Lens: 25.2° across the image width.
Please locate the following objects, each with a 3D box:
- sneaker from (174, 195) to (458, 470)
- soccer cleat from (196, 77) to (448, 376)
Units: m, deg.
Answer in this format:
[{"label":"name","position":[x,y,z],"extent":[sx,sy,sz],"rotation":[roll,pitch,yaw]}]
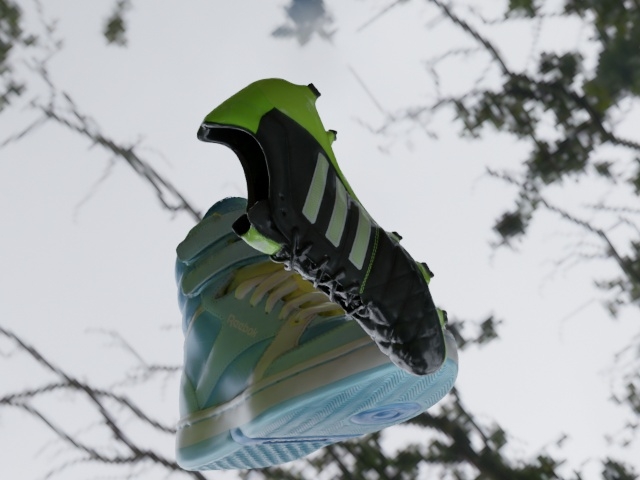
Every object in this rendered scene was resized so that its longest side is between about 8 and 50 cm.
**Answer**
[{"label":"sneaker","position":[-0.023,0.045,1.046],"extent":[0.319,0.127,0.208],"rotation":[-29,-119,52]},{"label":"soccer cleat","position":[0.000,0.000,0.740],"extent":[0.072,0.179,0.060],"rotation":[-30,176,-30]}]
